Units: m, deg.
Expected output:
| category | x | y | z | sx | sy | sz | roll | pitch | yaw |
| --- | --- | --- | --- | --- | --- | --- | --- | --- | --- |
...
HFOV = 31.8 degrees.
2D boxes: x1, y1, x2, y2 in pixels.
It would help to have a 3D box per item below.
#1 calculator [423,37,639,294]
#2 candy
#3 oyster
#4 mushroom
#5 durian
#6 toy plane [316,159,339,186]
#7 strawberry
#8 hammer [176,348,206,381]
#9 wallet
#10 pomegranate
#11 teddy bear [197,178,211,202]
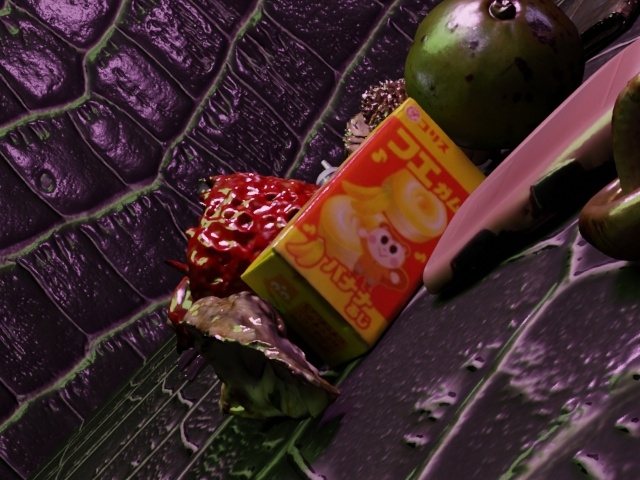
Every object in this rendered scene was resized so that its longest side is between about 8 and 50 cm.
| category | x | y | z | sx | sy | sz | roll | pitch | yaw |
| --- | --- | --- | --- | --- | --- | --- | --- | --- | --- |
| calculator | 0.205 | -0.068 | 1.009 | 0.329 | 0.048 | 0.220 | -43 | 7 | 34 |
| candy | 0.056 | -0.012 | 1.182 | 0.276 | 0.146 | 0.088 | -50 | 7 | -34 |
| oyster | -0.045 | 0.118 | 1.072 | 0.094 | 0.166 | 0.294 | -42 | 16 | -19 |
| mushroom | 0.199 | -0.040 | 0.666 | 0.088 | 0.073 | 0.129 | -32 | -37 | -35 |
| durian | 0.131 | -0.176 | 1.772 | 0.196 | 0.167 | 0.196 | -28 | 1 | 1 |
| toy plane | 0.039 | -0.086 | 1.968 | 0.244 | 0.117 | 0.245 | -43 | 5 | 5 |
| strawberry | -0.043 | 0.038 | 1.308 | 0.261 | 0.257 | 0.261 | 16 | -90 | -90 |
| hammer | -0.159 | 0.174 | 1.859 | 0.168 | 0.044 | 0.440 | -45 | 5 | -9 |
| wallet | 0.399 | -0.331 | 1.537 | 0.169 | 0.044 | 0.317 | -33 | 14 | 46 |
| pomegranate | 0.195 | -0.179 | 1.290 | 0.202 | 0.202 | 0.248 | -48 | -21 | -29 |
| teddy bear | -0.068 | 0.016 | 1.501 | 0.144 | 0.251 | 0.171 | -40 | 21 | 50 |
